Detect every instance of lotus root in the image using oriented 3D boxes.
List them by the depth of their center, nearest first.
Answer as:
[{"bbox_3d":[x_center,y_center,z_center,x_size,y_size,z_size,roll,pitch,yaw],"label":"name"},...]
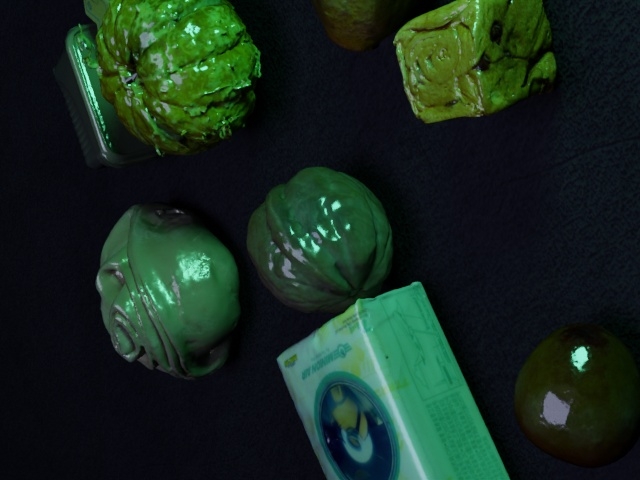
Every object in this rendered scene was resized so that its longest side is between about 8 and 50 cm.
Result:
[{"bbox_3d":[0.056,-0.389,1.774,0.193,0.193,0.291,37,138,42],"label":"lotus root"}]

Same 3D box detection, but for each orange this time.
[{"bbox_3d":[-0.220,-0.289,2.200,0.301,0.223,0.300,-28,93,54],"label":"orange"}]

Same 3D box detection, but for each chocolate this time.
[{"bbox_3d":[0.317,0.184,1.683,0.177,0.177,0.177,31,130,46],"label":"chocolate"}]

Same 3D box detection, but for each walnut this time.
[{"bbox_3d":[0.000,0.000,2.037,0.224,0.224,0.224,31,130,46],"label":"walnut"}]

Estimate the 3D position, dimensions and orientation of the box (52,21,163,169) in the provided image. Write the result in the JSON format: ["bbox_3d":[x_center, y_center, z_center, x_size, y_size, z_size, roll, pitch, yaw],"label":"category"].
[{"bbox_3d":[-0.397,-0.256,2.576,0.178,0.138,0.274,-26,81,64],"label":"box"}]

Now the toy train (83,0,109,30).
[{"bbox_3d":[-0.388,-0.477,2.438,0.369,0.150,0.237,42,143,41],"label":"toy train"}]

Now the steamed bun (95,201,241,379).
[{"bbox_3d":[-0.304,0.099,2.514,0.324,0.219,0.310,47,140,34],"label":"steamed bun"}]

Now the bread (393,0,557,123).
[{"bbox_3d":[0.192,-0.224,1.683,0.158,0.143,0.149,-16,92,54],"label":"bread"}]

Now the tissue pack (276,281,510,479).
[{"bbox_3d":[0.111,0.292,2.039,0.287,0.162,0.388,-38,72,56],"label":"tissue pack"}]
